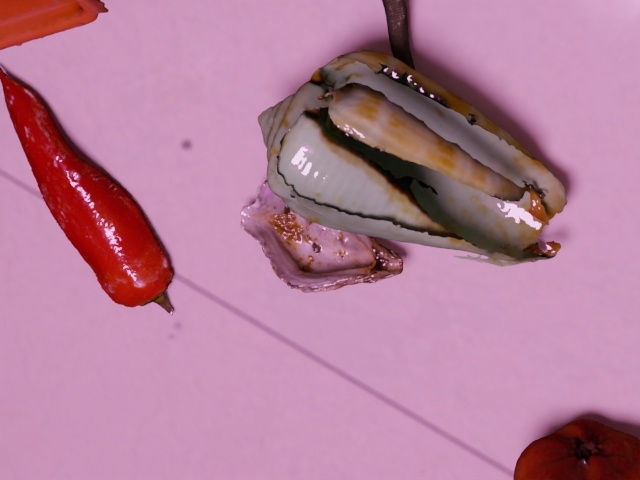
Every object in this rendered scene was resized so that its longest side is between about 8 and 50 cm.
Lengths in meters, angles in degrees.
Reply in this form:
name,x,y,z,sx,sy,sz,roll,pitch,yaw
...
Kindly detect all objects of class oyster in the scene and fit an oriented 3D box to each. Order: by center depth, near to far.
name,x,y,z,sx,sy,sz,roll,pitch,yaw
oyster,-0.001,0.003,0.885,0.093,0.034,0.051,41,103,13

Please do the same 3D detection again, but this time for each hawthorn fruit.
name,x,y,z,sx,sy,sz,roll,pitch,yaw
hawthorn fruit,0.145,0.148,0.866,0.081,0.081,0.093,3,120,19

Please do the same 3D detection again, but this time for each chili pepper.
name,x,y,z,sx,sy,sz,roll,pitch,yaw
chili pepper,-0.138,-0.027,0.923,0.045,0.027,0.178,-27,98,27

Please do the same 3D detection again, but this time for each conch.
name,x,y,z,sx,sy,sz,roll,pitch,yaw
conch,0.050,-0.043,0.821,0.170,0.079,0.106,18,141,1

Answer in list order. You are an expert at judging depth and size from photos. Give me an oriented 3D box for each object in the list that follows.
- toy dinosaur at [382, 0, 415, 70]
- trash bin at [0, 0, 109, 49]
name,x,y,z,sx,sy,sz,roll,pitch,yaw
toy dinosaur,-0.051,-0.160,0.845,0.187,0.087,0.179,-2,149,36
trash bin,-0.162,-0.213,0.733,0.184,0.161,0.239,-15,67,21
